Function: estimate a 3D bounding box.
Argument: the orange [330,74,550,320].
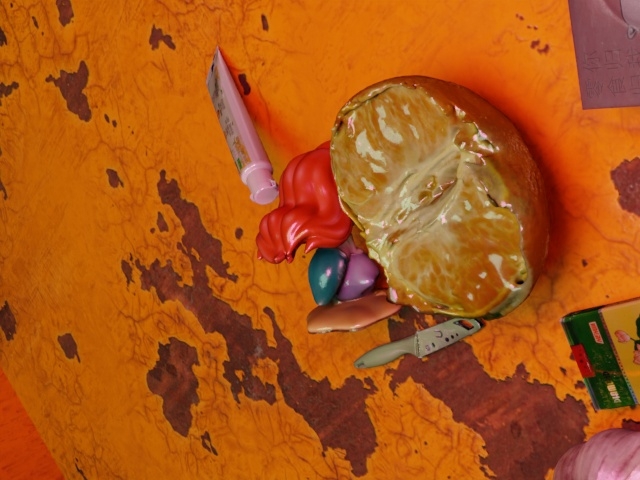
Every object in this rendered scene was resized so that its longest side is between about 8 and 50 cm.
[{"bbox_3d":[0.167,-0.061,1.405,0.334,0.196,0.262,56,153,19],"label":"orange"}]

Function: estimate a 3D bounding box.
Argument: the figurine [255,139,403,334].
[{"bbox_3d":[0.008,-0.002,1.600,0.181,0.208,0.257,-138,28,-76],"label":"figurine"}]

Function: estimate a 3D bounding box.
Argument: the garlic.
[{"bbox_3d":[0.358,0.354,1.345,0.245,0.253,0.245,19,114,49],"label":"garlic"}]

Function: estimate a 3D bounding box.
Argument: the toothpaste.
[{"bbox_3d":[-0.132,-0.178,1.729,0.058,0.056,0.314,-31,52,10],"label":"toothpaste"}]

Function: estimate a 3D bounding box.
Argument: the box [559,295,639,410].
[{"bbox_3d":[0.412,0.130,1.345,0.235,0.034,0.132,-23,90,50],"label":"box"}]

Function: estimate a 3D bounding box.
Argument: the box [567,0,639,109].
[{"bbox_3d":[0.376,-0.251,1.172,0.215,0.086,0.215,3,109,47],"label":"box"}]

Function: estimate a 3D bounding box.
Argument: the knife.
[{"bbox_3d":[0.143,0.160,1.664,0.293,0.020,0.043,-30,82,49],"label":"knife"}]
